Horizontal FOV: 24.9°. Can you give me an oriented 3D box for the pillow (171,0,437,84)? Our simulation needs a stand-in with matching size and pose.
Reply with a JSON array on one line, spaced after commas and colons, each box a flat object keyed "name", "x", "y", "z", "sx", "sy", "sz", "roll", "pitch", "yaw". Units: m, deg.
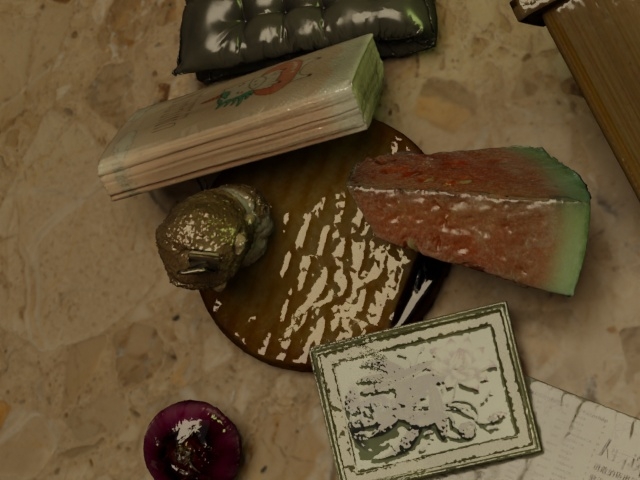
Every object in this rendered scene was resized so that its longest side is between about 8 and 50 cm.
[{"name": "pillow", "x": -0.023, "y": -0.323, "z": 1.780, "sx": 0.326, "sy": 0.101, "sz": 0.228, "roll": -7, "pitch": 74, "yaw": 17}]

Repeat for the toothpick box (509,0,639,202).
[{"name": "toothpick box", "x": 0.362, "y": -0.154, "z": 1.509, "sx": 0.190, "sy": 0.187, "sz": 0.308, "roll": -27, "pitch": 88, "yaw": 18}]

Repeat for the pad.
[{"name": "pad", "x": 0.238, "y": 0.235, "z": 1.563, "sx": 0.265, "sy": 0.009, "sz": 0.159, "roll": 20, "pitch": 80, "yaw": 22}]

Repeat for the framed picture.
[{"name": "framed picture", "x": 0.113, "y": 0.173, "z": 1.596, "sx": 0.231, "sy": 0.010, "sz": 0.173, "roll": -16, "pitch": 81, "yaw": 12}]

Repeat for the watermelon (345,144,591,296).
[{"name": "watermelon", "x": 0.147, "y": -0.032, "z": 1.573, "sx": 0.257, "sy": 0.193, "sz": 0.139, "roll": 6, "pitch": 103, "yaw": -7}]

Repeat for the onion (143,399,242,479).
[{"name": "onion", "x": -0.144, "y": 0.237, "z": 1.632, "sx": 0.115, "sy": 0.104, "sz": 0.115, "roll": 0, "pitch": 89, "yaw": 5}]

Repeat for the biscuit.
[{"name": "biscuit", "x": 0.000, "y": 0.000, "z": 1.697, "sx": 0.318, "sy": 0.040, "sz": 0.317, "roll": -5, "pitch": 71, "yaw": 15}]

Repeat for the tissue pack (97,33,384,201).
[{"name": "tissue pack", "x": -0.090, "y": -0.143, "z": 1.689, "sx": 0.326, "sy": 0.071, "sz": 0.170, "roll": -15, "pitch": 25, "yaw": 19}]

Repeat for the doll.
[{"name": "doll", "x": -0.124, "y": 0.004, "z": 1.608, "sx": 0.115, "sy": 0.221, "sz": 0.105, "roll": 32, "pitch": 116, "yaw": -1}]
